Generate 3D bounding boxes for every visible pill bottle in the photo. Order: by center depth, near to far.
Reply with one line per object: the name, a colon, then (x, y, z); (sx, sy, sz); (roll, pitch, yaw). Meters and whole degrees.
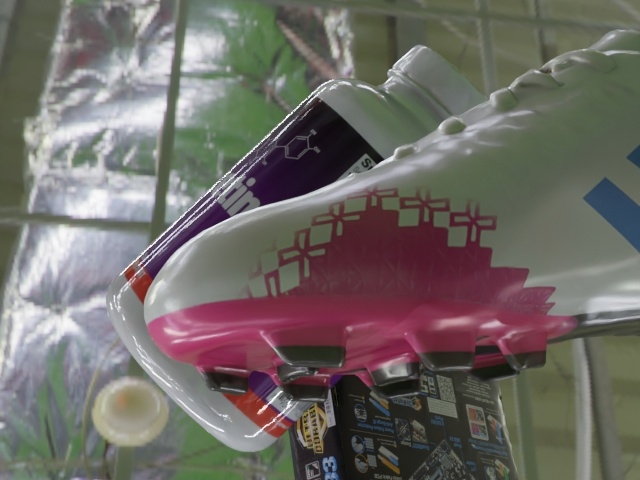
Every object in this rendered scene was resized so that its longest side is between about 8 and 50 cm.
pill bottle: (0.000, 0.000, 0.941); (0.323, 0.181, 0.181); (-44, -114, -1)

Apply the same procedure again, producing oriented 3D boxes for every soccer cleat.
soccer cleat: (0.083, -0.016, 0.486); (0.331, 0.116, 0.143); (-2, -103, -26)

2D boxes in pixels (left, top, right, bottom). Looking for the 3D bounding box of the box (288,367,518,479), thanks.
box: (0.092, 0.230, 1.171); (0.295, 0.073, 0.293); (19, -125, -46)
